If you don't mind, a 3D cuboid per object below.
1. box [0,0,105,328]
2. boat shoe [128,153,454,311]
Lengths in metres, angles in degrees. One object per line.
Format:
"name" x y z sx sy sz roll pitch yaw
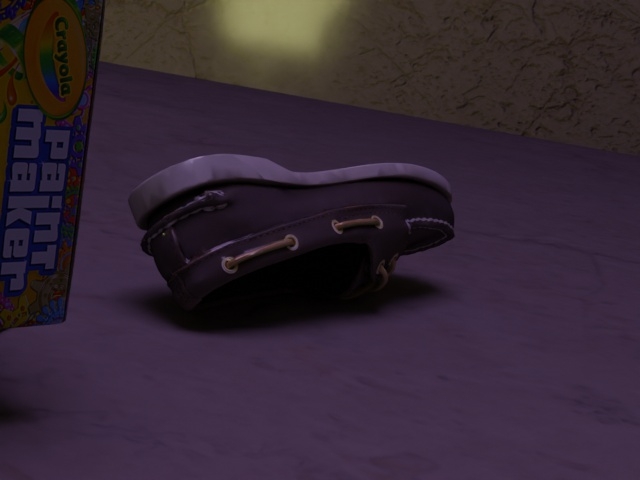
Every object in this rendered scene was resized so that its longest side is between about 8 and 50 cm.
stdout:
"box" -0.310 -0.070 0.600 0.290 0.177 0.279 19 14 42
"boat shoe" 0.000 0.000 0.941 0.116 0.097 0.324 -34 -22 36
